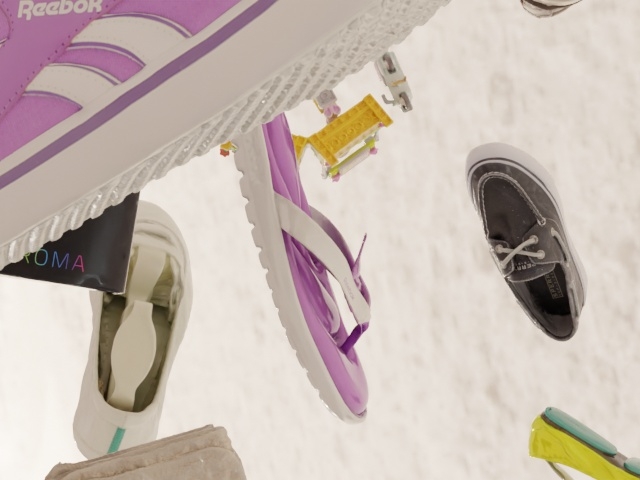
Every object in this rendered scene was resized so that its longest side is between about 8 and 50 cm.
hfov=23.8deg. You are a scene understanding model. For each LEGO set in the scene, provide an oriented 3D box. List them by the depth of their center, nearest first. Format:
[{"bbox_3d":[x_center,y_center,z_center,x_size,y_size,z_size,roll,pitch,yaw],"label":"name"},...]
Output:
[{"bbox_3d":[-0.025,-0.125,1.824,0.107,0.287,0.132,87,168,-73],"label":"LEGO set"}]

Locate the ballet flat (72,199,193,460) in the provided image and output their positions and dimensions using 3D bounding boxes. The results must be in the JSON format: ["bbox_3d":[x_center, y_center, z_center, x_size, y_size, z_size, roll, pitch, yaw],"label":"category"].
[{"bbox_3d":[-0.221,0.086,1.864,0.139,0.139,0.400,108,169,-52],"label":"ballet flat"}]

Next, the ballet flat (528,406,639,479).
[{"bbox_3d":[0.349,0.282,1.812,0.231,0.077,0.077,28,104,23],"label":"ballet flat"}]

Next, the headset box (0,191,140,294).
[{"bbox_3d":[-0.271,-0.109,1.320,0.131,0.246,0.283,168,112,-78],"label":"headset box"}]

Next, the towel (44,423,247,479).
[{"bbox_3d":[-0.133,0.314,1.339,0.049,0.187,0.282,-163,59,-80],"label":"towel"}]

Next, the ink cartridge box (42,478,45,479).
[{"bbox_3d":[-0.319,0.404,1.505,0.122,0.211,0.289,29,112,17],"label":"ink cartridge box"}]

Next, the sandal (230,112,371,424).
[{"bbox_3d":[-0.003,0.003,1.659,0.169,0.102,0.416,-38,-70,-74],"label":"sandal"}]

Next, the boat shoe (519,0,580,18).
[{"bbox_3d":[0.241,-0.355,1.349,0.097,0.117,0.324,72,-145,-84],"label":"boat shoe"}]

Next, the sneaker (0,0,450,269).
[{"bbox_3d":[-0.084,-0.099,0.550,0.161,0.282,0.102,65,-160,2],"label":"sneaker"}]

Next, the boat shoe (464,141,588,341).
[{"bbox_3d":[0.267,0.009,1.964,0.102,0.108,0.301,-76,-34,-47],"label":"boat shoe"}]
